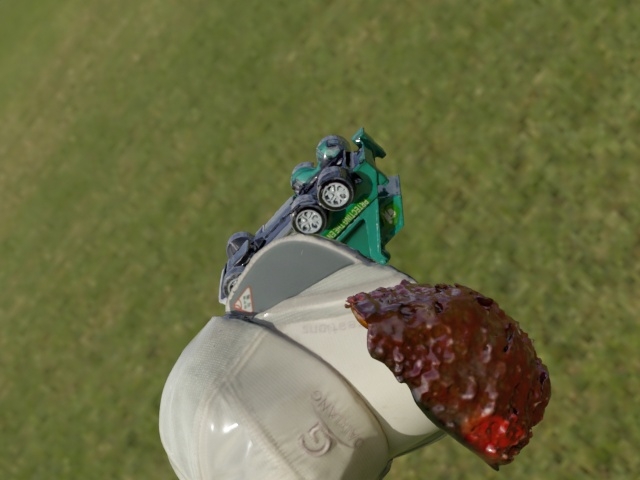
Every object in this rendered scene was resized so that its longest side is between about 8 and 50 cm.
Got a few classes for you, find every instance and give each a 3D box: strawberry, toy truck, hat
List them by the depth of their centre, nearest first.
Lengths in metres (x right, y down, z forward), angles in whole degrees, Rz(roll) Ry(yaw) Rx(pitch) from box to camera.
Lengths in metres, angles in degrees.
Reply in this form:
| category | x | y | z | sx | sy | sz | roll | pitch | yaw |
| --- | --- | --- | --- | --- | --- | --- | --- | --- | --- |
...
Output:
| category | x | y | z | sx | sy | sz | roll | pitch | yaw |
| --- | --- | --- | --- | --- | --- | --- | --- | --- | --- |
| strawberry | 0.097 | 0.076 | 1.149 | 0.085 | 0.192 | 0.140 | -40 | 16 | 10 |
| hat | 0.003 | 0.131 | 1.305 | 0.275 | 0.232 | 0.161 | -27 | 30 | 24 |
| toy truck | 0.000 | 0.000 | 1.676 | 0.216 | 0.116 | 0.110 | -46 | 17 | 19 |
